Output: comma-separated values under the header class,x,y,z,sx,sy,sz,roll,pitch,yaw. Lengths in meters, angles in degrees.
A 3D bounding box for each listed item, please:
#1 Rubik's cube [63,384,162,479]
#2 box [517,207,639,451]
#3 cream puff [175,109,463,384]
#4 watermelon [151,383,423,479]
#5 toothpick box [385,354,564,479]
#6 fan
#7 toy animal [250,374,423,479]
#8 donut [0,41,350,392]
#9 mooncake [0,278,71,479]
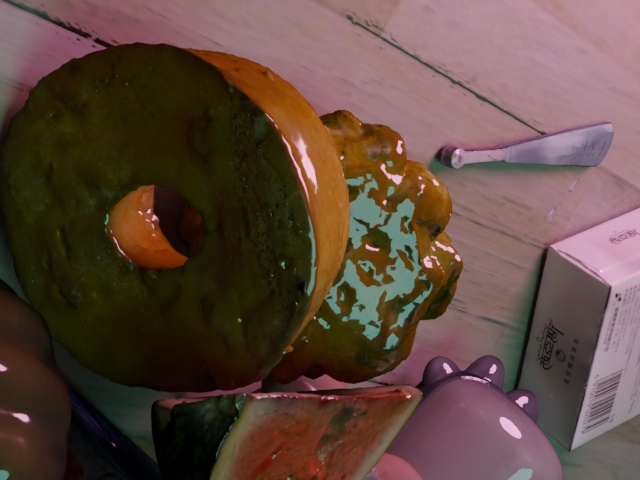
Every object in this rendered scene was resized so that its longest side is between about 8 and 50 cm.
class,x,y,z,sx,sy,sz,roll,pitch,yaw
Rubik's cube,-0.224,0.314,0.981,0.303,0.305,0.301,-41,138,-7
box,0.362,0.109,1.552,0.194,0.111,0.260,-18,127,-35
cream puff,0.001,0.003,1.064,0.244,0.196,0.244,-24,130,-31
watermelon,-0.053,0.156,0.989,0.159,0.128,0.303,-60,152,11
toothpick box,0.126,0.278,1.387,0.316,0.229,0.229,-46,140,-11
fan,0.231,-0.102,1.345,0.282,0.023,0.057,-6,123,-43
toy animal,-0.019,0.242,1.201,0.210,0.221,0.229,-31,143,-8
donut,-0.099,-0.019,0.914,0.108,0.277,0.278,-27,137,-56
mooncake,-0.308,0.134,0.796,0.290,0.290,0.161,-54,138,2
